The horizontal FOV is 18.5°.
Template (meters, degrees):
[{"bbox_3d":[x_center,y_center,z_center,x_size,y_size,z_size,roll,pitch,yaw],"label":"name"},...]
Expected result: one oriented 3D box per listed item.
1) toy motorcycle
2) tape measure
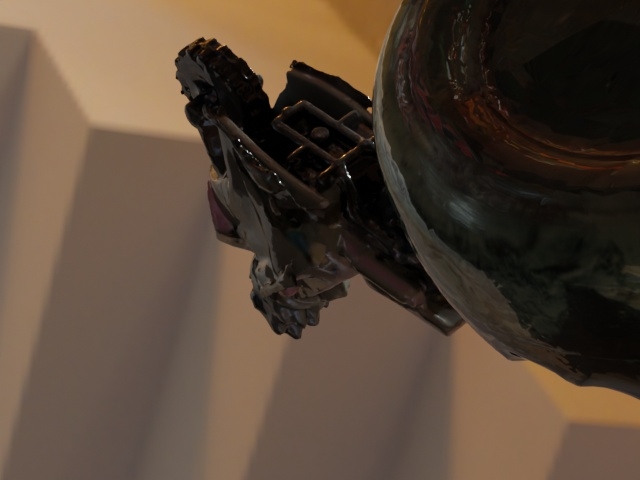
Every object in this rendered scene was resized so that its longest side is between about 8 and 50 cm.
[{"bbox_3d":[0.005,-0.003,1.203,0.239,0.108,0.204,51,-25,38],"label":"toy motorcycle"},{"bbox_3d":[0.159,-0.060,0.852,0.256,0.147,0.275,12,-118,33],"label":"tape measure"}]
